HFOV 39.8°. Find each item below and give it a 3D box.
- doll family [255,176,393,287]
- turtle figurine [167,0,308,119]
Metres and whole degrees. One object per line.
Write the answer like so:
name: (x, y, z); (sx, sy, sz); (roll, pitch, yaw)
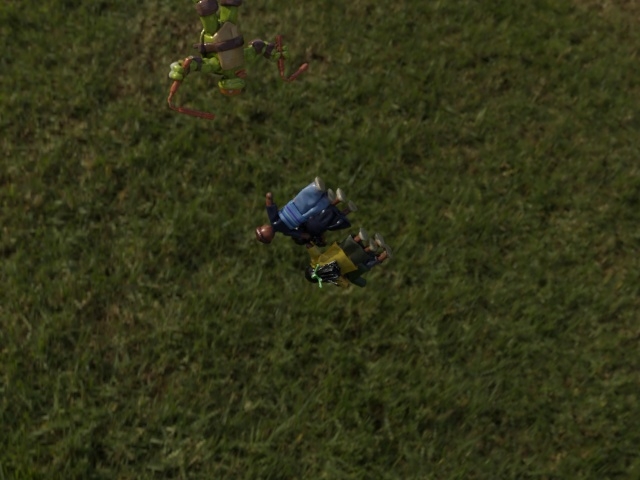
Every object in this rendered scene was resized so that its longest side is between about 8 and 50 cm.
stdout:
doll family: (0.000, 0.000, 1.130); (0.193, 0.111, 0.076); (51, 23, -16)
turtle figurine: (-0.138, -0.313, 1.348); (0.269, 0.217, 0.087); (-22, 28, -34)
